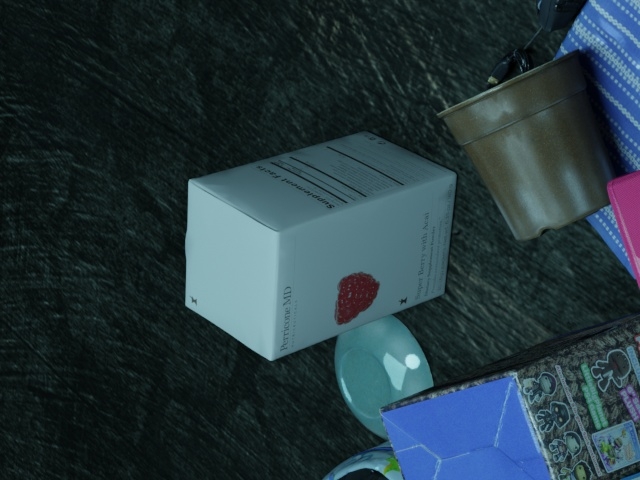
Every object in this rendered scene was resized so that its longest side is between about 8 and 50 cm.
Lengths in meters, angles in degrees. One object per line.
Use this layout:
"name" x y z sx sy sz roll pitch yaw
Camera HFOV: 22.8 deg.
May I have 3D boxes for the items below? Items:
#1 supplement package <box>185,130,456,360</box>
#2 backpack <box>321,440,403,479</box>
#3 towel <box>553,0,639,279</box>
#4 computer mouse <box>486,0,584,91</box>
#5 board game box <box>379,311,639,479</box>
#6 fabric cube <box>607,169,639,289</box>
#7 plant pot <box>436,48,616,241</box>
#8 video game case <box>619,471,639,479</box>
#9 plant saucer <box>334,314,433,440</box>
"supplement package" 0.000 0.000 1.953 0.175 0.293 0.177 30 127 41
"backpack" 0.116 0.377 2.029 0.290 0.273 0.355 58 162 20
"towel" 0.339 -0.148 1.686 0.243 0.040 0.336 51 138 25
"computer mouse" 0.234 -0.241 1.760 0.242 0.041 0.071 120 142 -46
"board game box" 0.256 0.186 1.716 0.232 0.291 0.141 -24 85 51
"fabric cube" 0.463 0.004 1.417 0.258 0.259 0.254 -23 85 51
"plant pot" 0.234 -0.097 1.702 0.167 0.167 0.165 -24 92 52
"video game case" 0.420 0.303 1.789 0.166 0.015 0.119 -34 77 51
"plant saucer" 0.073 0.188 2.148 0.195 0.037 0.195 22 120 44
